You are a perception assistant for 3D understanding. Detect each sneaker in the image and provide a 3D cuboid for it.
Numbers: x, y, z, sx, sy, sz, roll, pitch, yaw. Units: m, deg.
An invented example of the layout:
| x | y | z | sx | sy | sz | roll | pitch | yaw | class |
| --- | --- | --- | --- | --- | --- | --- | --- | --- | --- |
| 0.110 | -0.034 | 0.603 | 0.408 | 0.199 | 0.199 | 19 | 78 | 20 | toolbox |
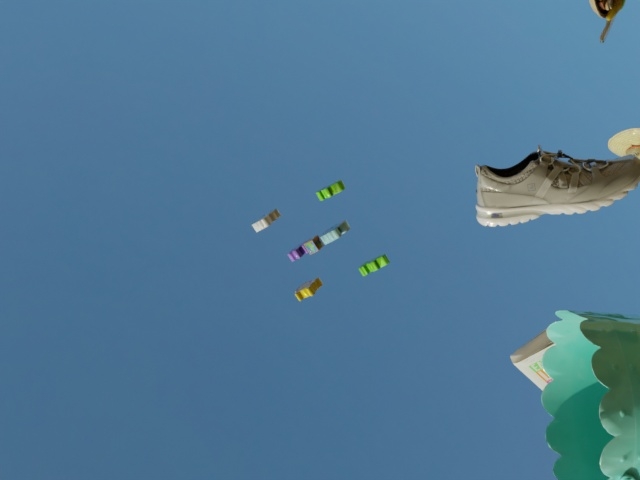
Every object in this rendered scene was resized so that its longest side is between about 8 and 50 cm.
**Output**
| x | y | z | sx | sy | sz | roll | pitch | yaw | class |
| --- | --- | --- | --- | --- | --- | --- | --- | --- | --- |
| 0.389 | -0.104 | 1.386 | 0.281 | 0.105 | 0.115 | -13 | -74 | 7 | sneaker |

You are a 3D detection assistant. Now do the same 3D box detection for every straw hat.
| x | y | z | sx | sy | sz | roll | pitch | yaw | class |
| --- | --- | --- | --- | --- | --- | --- | --- | --- | --- |
| 0.639 | -0.163 | 1.675 | 0.144 | 0.144 | 0.061 | 19 | -108 | -10 | straw hat |

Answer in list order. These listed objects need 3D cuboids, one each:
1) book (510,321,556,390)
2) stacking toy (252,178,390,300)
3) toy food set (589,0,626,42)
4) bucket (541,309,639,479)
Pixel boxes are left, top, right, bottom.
| x | y | z | sx | sy | sz | roll | pitch | yaw | class |
| --- | --- | --- | --- | --- | --- | --- | --- | --- | --- |
| 0.390 | 0.205 | 1.405 | 0.144 | 0.096 | 0.035 | 39 | -156 | -37 | book |
| 0.000 | 0.000 | 1.481 | 0.167 | 0.221 | 0.052 | 58 | -142 | -9 | stacking toy |
| 0.492 | -0.447 | 1.444 | 0.132 | 0.038 | 0.192 | -60 | -45 | -32 | toy food set |
| 0.432 | 0.229 | 1.177 | 0.183 | 0.281 | 0.281 | 0 | -116 | 0 | bucket |
